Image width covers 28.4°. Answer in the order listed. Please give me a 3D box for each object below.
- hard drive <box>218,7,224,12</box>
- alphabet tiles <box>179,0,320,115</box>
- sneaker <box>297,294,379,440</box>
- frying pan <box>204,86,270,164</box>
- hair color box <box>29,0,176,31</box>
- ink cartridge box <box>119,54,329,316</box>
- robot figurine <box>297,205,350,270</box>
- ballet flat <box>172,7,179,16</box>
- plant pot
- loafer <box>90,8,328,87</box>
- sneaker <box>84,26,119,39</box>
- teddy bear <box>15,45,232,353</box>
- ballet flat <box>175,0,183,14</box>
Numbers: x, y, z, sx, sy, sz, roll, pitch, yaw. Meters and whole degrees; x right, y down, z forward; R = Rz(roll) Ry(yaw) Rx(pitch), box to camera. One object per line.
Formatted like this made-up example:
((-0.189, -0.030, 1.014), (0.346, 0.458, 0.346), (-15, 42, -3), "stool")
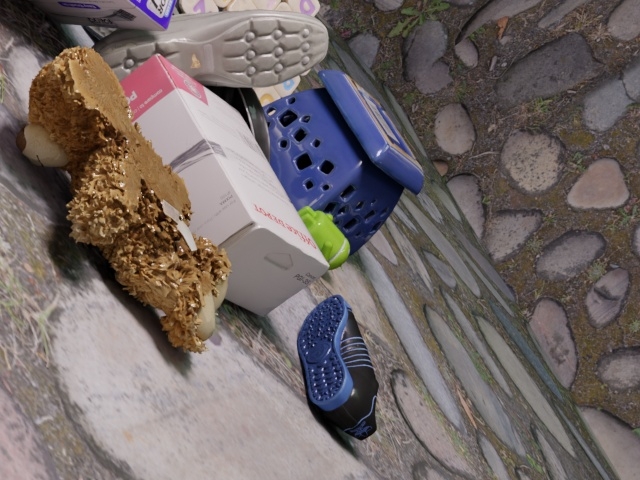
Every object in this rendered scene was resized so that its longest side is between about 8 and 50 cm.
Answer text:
((-0.244, -0.461, 2.202), (0.353, 0.047, 0.233), (48, -14, -24), "hard drive")
((-0.112, -0.350, 2.121), (0.021, 0.284, 0.278), (12, -33, 45), "alphabet tiles")
((0.028, 0.165, 1.645), (0.090, 0.081, 0.232), (50, 19, -26), "sneaker")
((-0.092, -0.106, 1.752), (0.326, 0.053, 0.197), (59, -28, 35), "frying pan")
((-0.331, -0.371, 1.504), (0.185, 0.110, 0.339), (10, -14, 31), "hair color box")
((-0.134, -0.064, 1.569), (0.283, 0.117, 0.207), (59, 13, 29), "ink cartridge box")
((0.000, 0.000, 1.999), (0.115, 0.067, 0.101), (48, 17, -23), "robot figurine")
((-0.245, -0.337, 1.990), (0.213, 0.072, 0.068), (57, -13, 10), "ballet flat")
((0.028, -0.139, 2.147), (0.236, 0.212, 0.236), (60, 15, 26), "plant pot")
((-0.149, -0.257, 1.675), (0.111, 0.319, 0.112), (-125, -148, -56), "loafer")
((-0.263, -0.299, 1.822), (0.226, 0.086, 0.163), (51, 8, 7), "sneaker")
((-0.204, -0.030, 1.308), (0.338, 0.113, 0.245), (55, 17, -30), "teddy bear")
((-0.262, -0.388, 2.110), (0.203, 0.074, 0.074), (55, 12, 19), "ballet flat")
